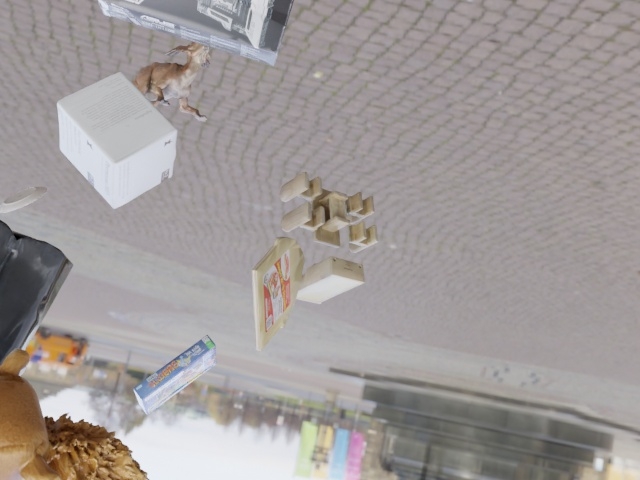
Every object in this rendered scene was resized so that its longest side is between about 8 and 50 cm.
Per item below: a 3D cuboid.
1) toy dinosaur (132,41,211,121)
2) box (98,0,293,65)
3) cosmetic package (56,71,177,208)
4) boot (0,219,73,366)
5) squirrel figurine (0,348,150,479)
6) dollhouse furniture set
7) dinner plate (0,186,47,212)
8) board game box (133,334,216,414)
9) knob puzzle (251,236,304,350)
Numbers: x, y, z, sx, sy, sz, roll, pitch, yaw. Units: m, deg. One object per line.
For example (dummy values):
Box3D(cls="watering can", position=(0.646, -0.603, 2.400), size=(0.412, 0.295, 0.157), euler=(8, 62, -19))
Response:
Box3D(cls="toy dinosaur", position=(-0.377, -0.392, 1.933), size=(0.296, 0.200, 0.127), euler=(-6, 160, 14))
Box3D(cls="box", position=(-0.190, -0.459, 1.353), size=(0.307, 0.242, 0.076), euler=(16, 174, -6))
Box3D(cls="cosmetic package", position=(-0.398, -0.197, 1.572), size=(0.183, 0.151, 0.151), euler=(45, 148, 16))
Box3D(cls="boot", position=(-0.711, 0.144, 1.436), size=(0.367, 0.445, 0.146), euler=(28, 173, -14))
Box3D(cls="squirrel figurine", position=(-0.426, 0.304, 1.074), size=(0.397, 0.281, 0.370), euler=(8, 135, -42))
Box3D(cls="dollhouse furniture set", position=(0.000, 0.000, 1.823), size=(0.212, 0.242, 0.161), euler=(16, 149, -38))
Box3D(cls="dinner plate", position=(-0.811, -0.116, 2.172), size=(0.141, 0.141, 0.017), euler=(2, 124, 40))
Box3D(cls="board game box", position=(-0.328, 0.308, 1.830), size=(0.035, 0.201, 0.136), euler=(48, 158, 16))
Box3D(cls="knob puzzle", position=(-0.081, 0.077, 1.461), size=(0.030, 0.213, 0.213), euler=(11, 169, 21))
